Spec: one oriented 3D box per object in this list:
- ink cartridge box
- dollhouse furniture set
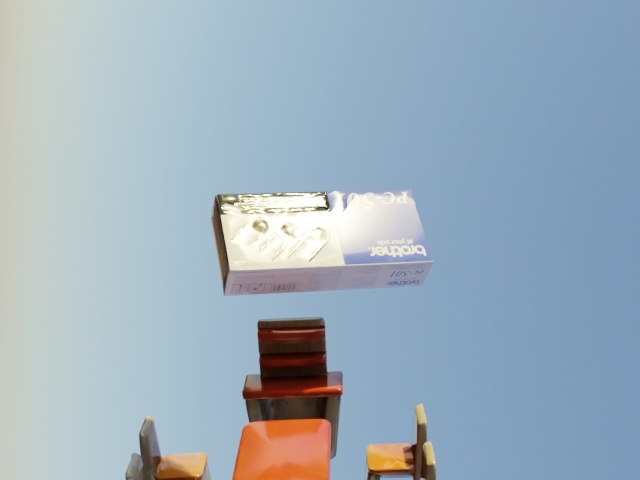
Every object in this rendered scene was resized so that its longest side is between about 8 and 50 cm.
[{"bbox_3d":[0.000,0.000,1.062,0.046,0.207,0.097,108,-25,-50],"label":"ink cartridge box"},{"bbox_3d":[-0.032,0.177,0.969,0.259,0.262,0.135,-89,176,-74],"label":"dollhouse furniture set"}]
